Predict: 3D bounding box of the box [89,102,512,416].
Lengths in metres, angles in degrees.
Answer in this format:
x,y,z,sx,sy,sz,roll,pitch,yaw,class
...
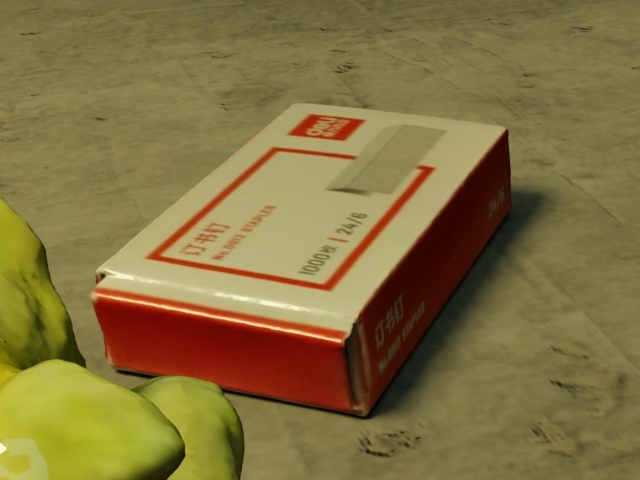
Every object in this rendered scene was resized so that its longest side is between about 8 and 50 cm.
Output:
x,y,z,sx,sy,sz,roll,pitch,yaw,class
0.000,0.001,0.728,0.123,0.050,0.229,8,27,21,box

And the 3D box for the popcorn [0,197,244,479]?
x,y,z,sx,sy,sz,roll,pitch,yaw,class
-0.136,0.082,0.356,0.255,0.195,0.256,12,52,-32,popcorn
